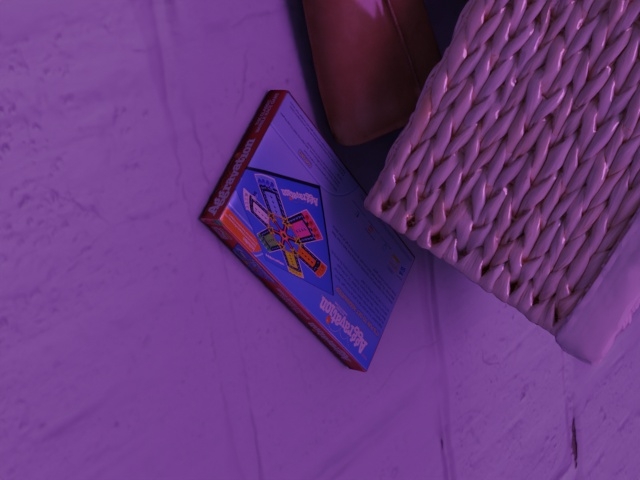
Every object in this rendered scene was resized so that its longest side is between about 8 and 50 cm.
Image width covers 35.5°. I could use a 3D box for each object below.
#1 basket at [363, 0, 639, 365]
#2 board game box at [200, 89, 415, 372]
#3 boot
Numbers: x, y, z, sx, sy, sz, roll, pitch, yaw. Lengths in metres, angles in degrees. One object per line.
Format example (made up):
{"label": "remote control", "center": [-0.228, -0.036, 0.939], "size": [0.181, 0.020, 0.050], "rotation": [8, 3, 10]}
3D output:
{"label": "basket", "center": [0.261, -0.100, 0.977], "size": [0.331, 0.266, 0.328], "rotation": [-64, 162, 16]}
{"label": "board game box", "center": [0.000, 0.000, 0.972], "size": [0.281, 0.027, 0.145], "rotation": [49, 56, -43]}
{"label": "boot", "center": [0.076, -0.256, 0.938], "size": [0.236, 0.089, 0.270], "rotation": [-24, 118, -7]}
